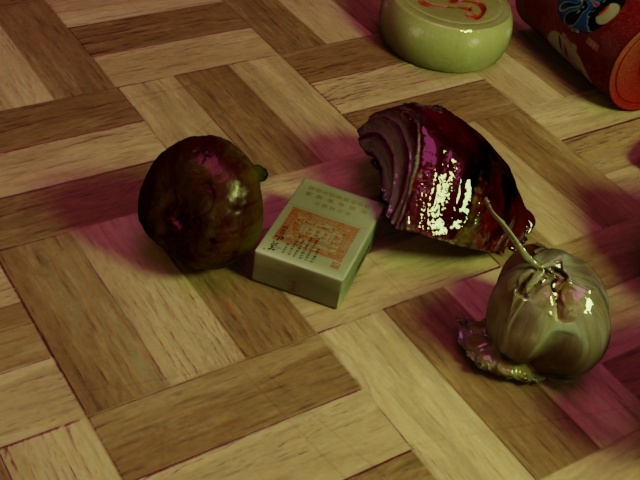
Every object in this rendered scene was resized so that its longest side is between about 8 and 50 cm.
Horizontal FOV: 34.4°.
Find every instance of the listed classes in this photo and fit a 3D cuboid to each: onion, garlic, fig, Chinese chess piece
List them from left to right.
[{"bbox_3d":[-0.162,-0.057,1.522,0.190,0.191,0.290,9,3,-1],"label":"fig"},{"bbox_3d":[0.248,-0.438,2.060,0.273,0.102,0.273,5,39,-4],"label":"Chinese chess piece"},{"bbox_3d":[0.213,-0.120,1.619,0.280,0.146,0.314,8,33,-25],"label":"onion"},{"bbox_3d":[0.257,0.079,1.387,0.256,0.207,0.207,40,34,-22],"label":"garlic"}]

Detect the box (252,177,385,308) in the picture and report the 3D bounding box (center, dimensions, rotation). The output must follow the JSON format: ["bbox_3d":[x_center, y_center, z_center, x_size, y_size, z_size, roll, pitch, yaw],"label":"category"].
[{"bbox_3d":[0.000,0.000,1.522,0.141,0.058,0.201,20,41,12],"label":"box"}]

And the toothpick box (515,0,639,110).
[{"bbox_3d":[0.554,-0.427,2.031,0.204,0.204,0.333,-10,42,-22],"label":"toothpick box"}]
